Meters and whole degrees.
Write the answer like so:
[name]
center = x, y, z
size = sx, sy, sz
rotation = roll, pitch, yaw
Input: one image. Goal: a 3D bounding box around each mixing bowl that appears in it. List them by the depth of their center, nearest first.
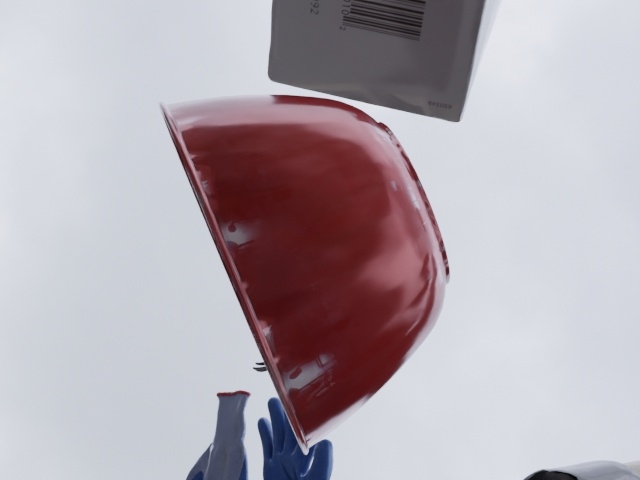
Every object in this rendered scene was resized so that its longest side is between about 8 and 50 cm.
[mixing bowl]
center = 0.000, 0.000, 0.563
size = 0.098, 0.181, 0.181
rotation = -23, -82, -6

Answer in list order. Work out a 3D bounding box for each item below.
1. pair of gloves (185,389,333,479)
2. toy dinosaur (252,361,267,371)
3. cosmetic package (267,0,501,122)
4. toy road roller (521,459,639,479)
[pair of gloves]
center = -0.059, 0.205, 0.986
size = 0.198, 0.023, 0.159
rotation = -5, -104, 51
[toy dinosaur]
center = -0.007, 0.076, 0.847
size = 0.090, 0.082, 0.047
rotation = 1, -46, 8
[cosmetic package]
center = 0.089, -0.274, 0.904
size = 0.155, 0.365, 0.197
rotation = 13, -51, 8
[toy road roller]
center = 0.230, 0.282, 0.672
size = 0.329, 0.203, 0.240
rotation = 53, -47, 39
